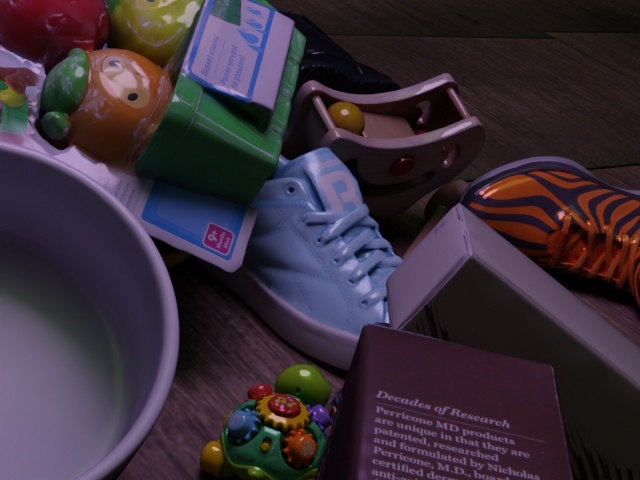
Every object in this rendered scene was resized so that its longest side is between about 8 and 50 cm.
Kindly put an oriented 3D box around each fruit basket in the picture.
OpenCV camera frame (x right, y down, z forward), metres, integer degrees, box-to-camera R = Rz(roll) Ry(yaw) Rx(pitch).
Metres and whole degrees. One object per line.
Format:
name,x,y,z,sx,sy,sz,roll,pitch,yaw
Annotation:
fruit basket,-0.188,-0.168,1.021,0.353,0.165,0.327,31,42,-19

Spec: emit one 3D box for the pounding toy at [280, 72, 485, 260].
pounding toy,0.095,-0.077,1.262,0.269,0.154,0.155,8,46,-46

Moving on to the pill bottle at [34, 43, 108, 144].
pill bottle,-0.286,-0.123,1.207,0.272,0.152,0.152,-4,32,-35

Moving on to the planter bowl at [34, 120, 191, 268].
planter bowl,-0.198,-0.017,1.102,0.217,0.090,0.217,12,35,-8

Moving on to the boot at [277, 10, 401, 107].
boot,-0.036,-0.233,1.619,0.246,0.094,0.207,-5,35,-47

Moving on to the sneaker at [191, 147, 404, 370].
sneaker,0.000,0.000,1.116,0.366,0.150,0.135,30,31,29

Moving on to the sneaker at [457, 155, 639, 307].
sneaker,0.313,0.006,1.299,0.321,0.124,0.180,5,27,-19

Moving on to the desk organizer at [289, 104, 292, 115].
desk organizer,0.014,-0.121,1.482,0.130,0.047,0.050,16,28,2

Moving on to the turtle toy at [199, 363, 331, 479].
turtle toy,-0.029,0.141,0.915,0.095,0.066,0.130,19,26,9

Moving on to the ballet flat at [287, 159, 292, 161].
ballet flat,0.002,-0.062,1.337,0.067,0.073,0.206,34,33,18

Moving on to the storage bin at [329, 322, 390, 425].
storage bin,0.061,0.130,0.959,0.098,0.091,0.135,7,26,-16

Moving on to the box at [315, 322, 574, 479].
box,0.055,0.226,0.651,0.143,0.191,0.381,15,26,-1

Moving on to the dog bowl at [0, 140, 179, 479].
dog bowl,-0.231,0.068,0.779,0.265,0.104,0.265,11,57,-18

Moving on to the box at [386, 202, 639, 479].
box,0.184,0.100,0.952,0.275,0.094,0.113,38,18,-12
